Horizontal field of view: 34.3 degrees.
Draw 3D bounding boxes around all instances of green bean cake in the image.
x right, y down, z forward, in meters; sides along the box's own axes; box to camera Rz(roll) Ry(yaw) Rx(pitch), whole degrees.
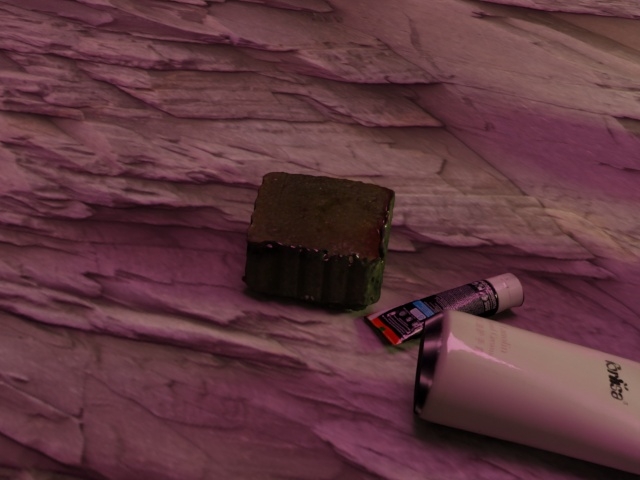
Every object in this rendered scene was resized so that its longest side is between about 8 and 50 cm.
[{"bbox_3d":[0.000,0.000,1.289,0.173,0.094,0.181,8,33,2],"label":"green bean cake"}]

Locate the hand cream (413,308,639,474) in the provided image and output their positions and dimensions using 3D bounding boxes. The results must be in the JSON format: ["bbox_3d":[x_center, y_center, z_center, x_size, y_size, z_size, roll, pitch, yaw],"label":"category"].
[{"bbox_3d":[0.272,0.167,1.086,0.358,0.118,0.185,14,29,-2],"label":"hand cream"}]

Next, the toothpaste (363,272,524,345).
[{"bbox_3d":[0.151,0.083,1.247,0.193,0.045,0.071,-16,31,-23],"label":"toothpaste"}]
